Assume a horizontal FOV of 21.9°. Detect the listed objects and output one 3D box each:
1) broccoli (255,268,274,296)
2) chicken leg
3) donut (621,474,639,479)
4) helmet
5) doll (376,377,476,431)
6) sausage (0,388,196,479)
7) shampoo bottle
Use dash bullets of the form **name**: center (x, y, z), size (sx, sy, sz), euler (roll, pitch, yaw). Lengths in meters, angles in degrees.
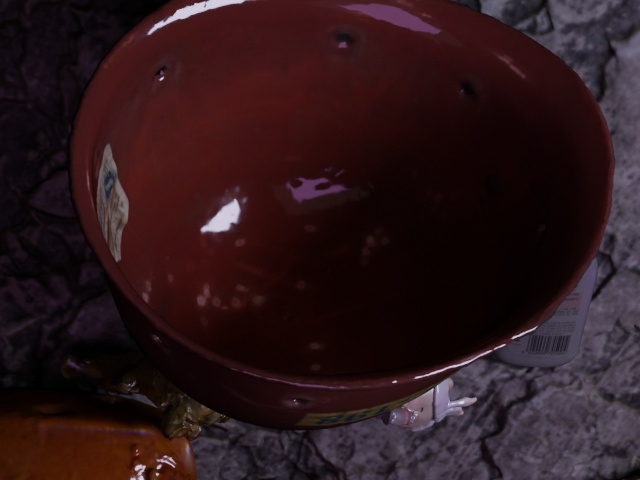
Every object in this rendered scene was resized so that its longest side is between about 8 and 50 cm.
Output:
- **broccoli**: center (-0.062, 0.051, 1.346), size (0.095, 0.092, 0.097), euler (-23, 141, 26)
- **chicken leg**: center (-0.140, 0.119, 1.369), size (0.178, 0.093, 0.070), euler (11, 145, 24)
- **donut**: center (0.322, 0.351, 1.546), size (0.259, 0.136, 0.345), euler (12, 121, -15)
- **helmet**: center (0.000, 0.000, 1.212), size (0.384, 0.338, 0.230), euler (-17, 153, -23)
- **doll**: center (0.071, 0.132, 1.410), size (0.127, 0.084, 0.073), euler (20, 122, -7)
- **sausage**: center (-0.239, 0.205, 1.400), size (0.268, 0.153, 0.141), euler (2, 100, -5)
- **shampoo bottle**: center (0.190, 0.032, 1.376), size (0.080, 0.040, 0.165), euler (4, 123, -5)
